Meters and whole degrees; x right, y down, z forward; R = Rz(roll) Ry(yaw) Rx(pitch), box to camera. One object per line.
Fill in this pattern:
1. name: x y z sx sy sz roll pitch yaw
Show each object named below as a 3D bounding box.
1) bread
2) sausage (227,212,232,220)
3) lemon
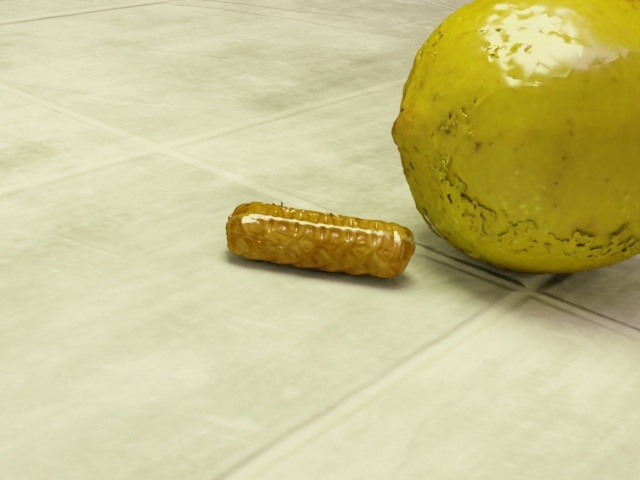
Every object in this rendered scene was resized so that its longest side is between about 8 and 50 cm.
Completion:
1. bread: 0.000 0.000 1.104 0.157 0.044 0.052 8 38 -4
2. sausage: -0.025 -0.011 1.144 0.107 0.031 0.031 8 22 -3
3. lemon: 0.211 -0.099 1.164 0.310 0.258 0.258 -15 30 -21
